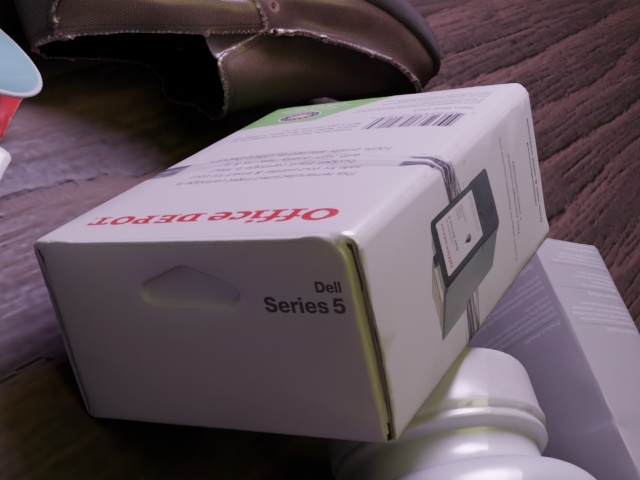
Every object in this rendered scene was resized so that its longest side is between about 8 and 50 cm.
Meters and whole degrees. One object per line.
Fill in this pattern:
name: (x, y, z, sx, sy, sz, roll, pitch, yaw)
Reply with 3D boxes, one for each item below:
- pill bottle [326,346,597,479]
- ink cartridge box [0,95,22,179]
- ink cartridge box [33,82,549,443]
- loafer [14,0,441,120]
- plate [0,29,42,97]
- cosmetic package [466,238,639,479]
pill bottle: (0.092, 0.225, 0.553, 0.176, 0.176, 0.318, 18, 46, -36)
ink cartridge box: (-0.302, -0.099, 0.529, 0.296, 0.066, 0.261, 32, 39, -22)
ink cartridge box: (0.000, 0.000, 0.628, 0.273, 0.198, 0.114, -39, 122, -54)
loafer: (-0.070, -0.147, 0.796, 0.366, 0.134, 0.130, 11, 76, -29)
plate: (-0.248, -0.133, 0.598, 0.188, 0.024, 0.188, 36, 12, -9)
cosmetic package: (0.188, 0.129, 0.790, 0.107, 0.127, 0.238, 6, 55, -43)
